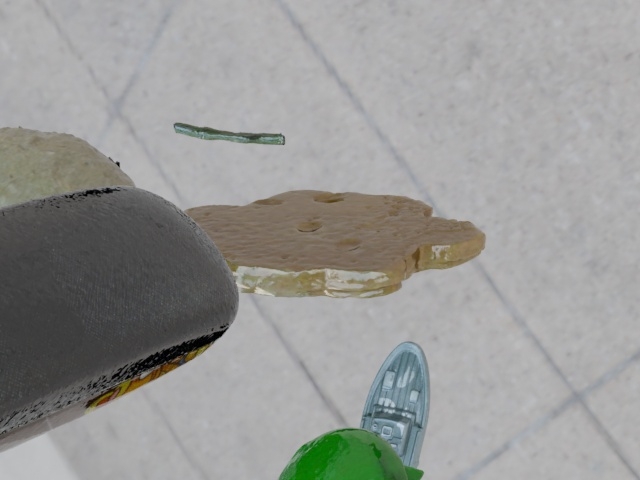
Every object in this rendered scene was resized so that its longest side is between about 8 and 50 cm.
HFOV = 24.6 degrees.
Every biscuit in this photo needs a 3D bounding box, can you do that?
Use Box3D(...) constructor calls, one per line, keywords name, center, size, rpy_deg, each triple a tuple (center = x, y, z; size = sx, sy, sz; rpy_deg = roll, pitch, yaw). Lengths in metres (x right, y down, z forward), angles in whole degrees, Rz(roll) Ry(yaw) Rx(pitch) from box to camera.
Box3D(name="biscuit", center=(0.000, 0.004, 1.673), size=(0.376, 0.269, 0.051), rpy_deg=(1, 112, 11))

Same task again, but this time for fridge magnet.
Box3D(name="fridge magnet", center=(0.014, 0.268, 1.296), size=(0.208, 0.088, 0.208), rpy_deg=(-35, 43, 40))

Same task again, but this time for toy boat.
Box3D(name="toy boat", center=(0.075, 0.240, 1.673), size=(0.078, 0.260, 0.085), rpy_deg=(10, 167, 19))

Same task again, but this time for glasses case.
Box3D(name="glasses case", center=(-0.169, 0.044, 0.832), size=(0.122, 0.321, 0.082), rpy_deg=(51, 125, 13))

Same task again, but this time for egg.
Box3D(name="egg", center=(-0.332, 0.001, 1.621), size=(0.310, 0.279, 0.279), rpy_deg=(-3, 111, 37))

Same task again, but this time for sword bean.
Box3D(name="sword bean", center=(-0.067, -0.078, 1.081), size=(0.083, 0.012, 0.012), rpy_deg=(6, 130, -3))
